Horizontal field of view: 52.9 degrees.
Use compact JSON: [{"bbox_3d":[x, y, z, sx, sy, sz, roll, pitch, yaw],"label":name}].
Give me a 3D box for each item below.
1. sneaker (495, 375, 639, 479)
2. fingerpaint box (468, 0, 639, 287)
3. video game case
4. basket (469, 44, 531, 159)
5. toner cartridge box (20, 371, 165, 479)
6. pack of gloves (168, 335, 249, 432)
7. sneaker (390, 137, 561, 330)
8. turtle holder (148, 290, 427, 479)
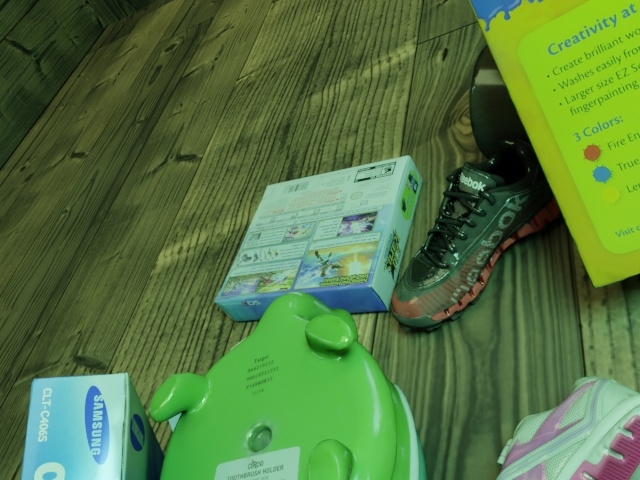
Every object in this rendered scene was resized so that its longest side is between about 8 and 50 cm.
[{"bbox_3d":[0.197,0.218,0.543,0.252,0.103,0.111,-45,13,3],"label":"sneaker"},{"bbox_3d":[0.392,-0.212,0.554,0.444,0.371,0.163,-25,-1,31],"label":"fingerpaint box"},{"bbox_3d":[0.000,0.000,0.957,0.269,0.061,0.244,-8,44,34],"label":"video game case"},{"bbox_3d":[0.328,-0.170,0.792,0.226,0.204,0.154,8,93,33],"label":"basket"},{"bbox_3d":[-0.197,0.256,0.602,0.075,0.348,0.165,-2,62,-9],"label":"toner cartridge box"},{"bbox_3d":[-0.082,0.227,0.816,0.195,0.046,0.232,-32,39,-11],"label":"pack of gloves"},{"bbox_3d":[0.175,-0.015,0.770,0.276,0.135,0.097,-44,39,-6],"label":"sneaker"},{"bbox_3d":[-0.024,0.205,0.621,0.243,0.227,0.320,-39,36,0],"label":"turtle holder"}]
